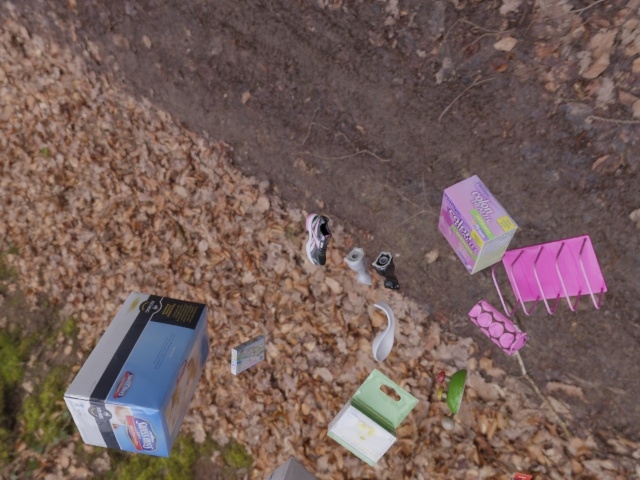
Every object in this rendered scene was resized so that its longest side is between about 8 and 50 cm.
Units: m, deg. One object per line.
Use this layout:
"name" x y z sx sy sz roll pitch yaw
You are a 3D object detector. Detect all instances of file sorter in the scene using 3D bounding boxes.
"file sorter" 0.758 0.131 1.469 0.291 0.182 0.202 -17 99 41

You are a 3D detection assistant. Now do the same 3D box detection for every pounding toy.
"pounding toy" 0.525 0.632 1.807 0.110 0.183 0.236 14 103 20

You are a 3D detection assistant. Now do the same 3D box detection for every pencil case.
"pencil case" 0.618 0.295 1.532 0.209 0.095 0.098 45 145 43

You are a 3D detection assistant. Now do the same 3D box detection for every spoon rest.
"spoon rest" 0.281 0.408 1.931 0.084 0.137 0.276 13 113 42

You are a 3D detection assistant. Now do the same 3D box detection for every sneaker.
"sneaker" 0.000 0.000 1.429 0.077 0.072 0.178 6 110 42

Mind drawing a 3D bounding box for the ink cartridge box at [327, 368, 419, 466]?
"ink cartridge box" 0.156 0.523 1.294 0.171 0.056 0.235 36 101 -1

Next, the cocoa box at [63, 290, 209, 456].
"cocoa box" -0.459 0.347 1.175 0.228 0.347 0.231 9 128 1

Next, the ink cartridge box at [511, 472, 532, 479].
"ink cartridge box" 0.784 0.960 1.719 0.063 0.029 0.115 9 125 7

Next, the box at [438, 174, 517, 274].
"box" 0.493 -0.044 1.410 0.243 0.117 0.213 73 171 -61

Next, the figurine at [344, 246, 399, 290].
"figurine" 0.229 0.136 1.892 0.215 0.092 0.209 9 144 32

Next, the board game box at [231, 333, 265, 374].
"board game box" -0.277 0.437 1.688 0.026 0.154 0.103 15 108 34

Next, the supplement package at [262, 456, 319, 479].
"supplement package" -0.100 0.640 1.068 0.105 0.105 0.179 43 109 -2
